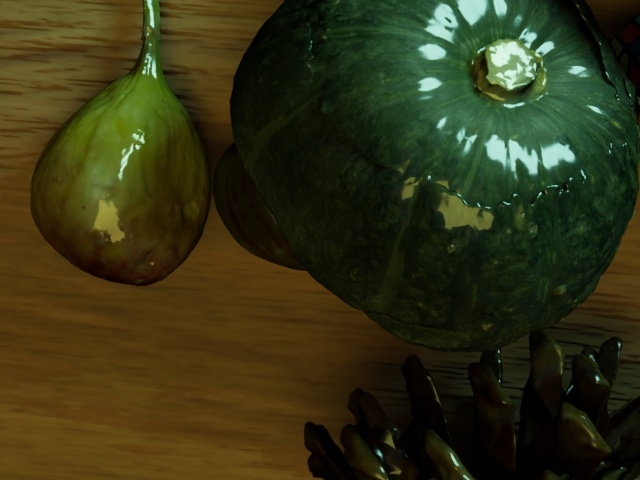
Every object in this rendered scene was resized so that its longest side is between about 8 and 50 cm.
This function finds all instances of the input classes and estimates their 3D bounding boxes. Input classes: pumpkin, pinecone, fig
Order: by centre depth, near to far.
[{"bbox_3d":[0.099,-0.081,1.377,0.327,0.291,0.257,48,153,9],"label":"pumpkin"},{"bbox_3d":[0.169,0.236,1.524,0.385,0.384,0.384,4,117,7],"label":"pinecone"},{"bbox_3d":[-0.165,-0.094,1.533,0.159,0.159,0.257,8,98,5],"label":"fig"},{"bbox_3d":[0.000,0.000,1.562,0.124,0.124,0.236,-23,123,19],"label":"fig"}]

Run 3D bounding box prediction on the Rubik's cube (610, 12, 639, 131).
[{"bbox_3d":[0.285,-0.129,1.441,0.133,0.112,0.133,3,118,6],"label":"Rubik's cube"}]
